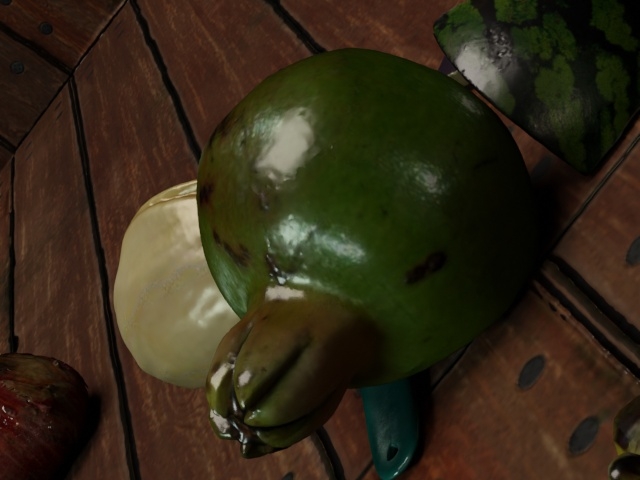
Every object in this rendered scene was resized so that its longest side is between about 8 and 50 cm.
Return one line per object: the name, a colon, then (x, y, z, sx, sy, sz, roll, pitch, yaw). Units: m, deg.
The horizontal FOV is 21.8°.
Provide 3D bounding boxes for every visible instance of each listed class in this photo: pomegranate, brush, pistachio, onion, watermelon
pomegranate: (-0.003, -0.006, 0.937, 0.241, 0.159, 0.190, -46, 27, -7)
brush: (0.031, 0.076, 0.971, 0.043, 0.032, 0.193, -48, 17, 18)
pistachio: (-0.061, 0.027, 1.114, 0.200, 0.145, 0.117, -30, 29, 42)
onion: (-0.293, 0.162, 1.458, 0.184, 0.147, 0.184, -38, 13, 10)
watermelon: (0.130, -0.103, 0.968, 0.125, 0.135, 0.094, -62, -17, -15)

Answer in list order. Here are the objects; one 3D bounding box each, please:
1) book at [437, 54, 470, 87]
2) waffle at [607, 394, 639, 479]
book: (0.169, -0.213, 1.163, 0.157, 0.026, 0.231, -20, 38, 61)
waffle: (0.199, 0.046, 0.444, 0.329, 0.062, 0.329, -36, 9, 7)
